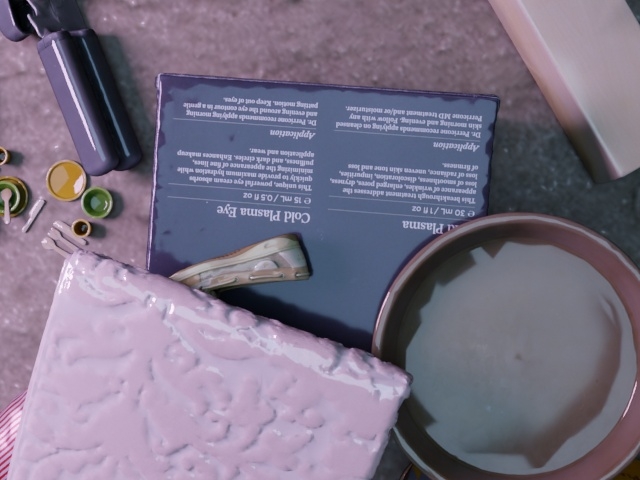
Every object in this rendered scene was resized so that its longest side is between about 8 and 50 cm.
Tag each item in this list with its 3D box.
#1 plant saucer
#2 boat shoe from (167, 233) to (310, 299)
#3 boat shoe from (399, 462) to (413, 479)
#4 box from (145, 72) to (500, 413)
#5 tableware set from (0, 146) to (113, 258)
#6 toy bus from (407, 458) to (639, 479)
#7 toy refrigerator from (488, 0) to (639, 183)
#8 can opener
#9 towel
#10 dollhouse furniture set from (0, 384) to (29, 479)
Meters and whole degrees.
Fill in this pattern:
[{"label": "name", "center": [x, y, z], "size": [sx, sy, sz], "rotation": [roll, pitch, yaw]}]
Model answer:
[{"label": "plant saucer", "center": [0.186, 0.111, 0.948], "size": [0.277, 0.041, 0.278], "rotation": [0, 92, 2]}, {"label": "boat shoe", "center": [-0.087, 0.039, 0.956], "size": [0.153, 0.056, 0.048], "rotation": [-20, 86, -3]}, {"label": "boat shoe", "center": [0.150, 0.229, 1.117], "size": [0.064, 0.060, 0.178], "rotation": [35, 93, 3]}, {"label": "box", "center": [0.000, 0.000, 1.064], "size": [0.343, 0.179, 0.313], "rotation": [5, 91, 4]}, {"label": "tableware set", "center": [-0.321, -0.053, 1.163], "size": [0.154, 0.024, 0.104], "rotation": [34, 93, 3]}, {"label": "toy bus", "center": [0.264, 0.285, 1.056], "size": [0.332, 0.108, 0.130], "rotation": [14, 105, -11]}, {"label": "toy refrigerator", "center": [0.284, -0.203, 1.087], "size": [0.102, 0.094, 0.270], "rotation": [-31, 89, -3]}, {"label": "can opener", "center": [-0.297, -0.203, 1.148], "size": [0.095, 0.076, 0.284], "rotation": [-21, 90, 36]}, {"label": "towel", "center": [-0.119, 0.202, 0.950], "size": [0.331, 0.053, 0.317], "rotation": [20, 107, 1]}, {"label": "dollhouse furniture set", "center": [-0.189, 0.281, 1.076], "size": [0.201, 0.152, 0.374], "rotation": [-45, 81, 3]}]
